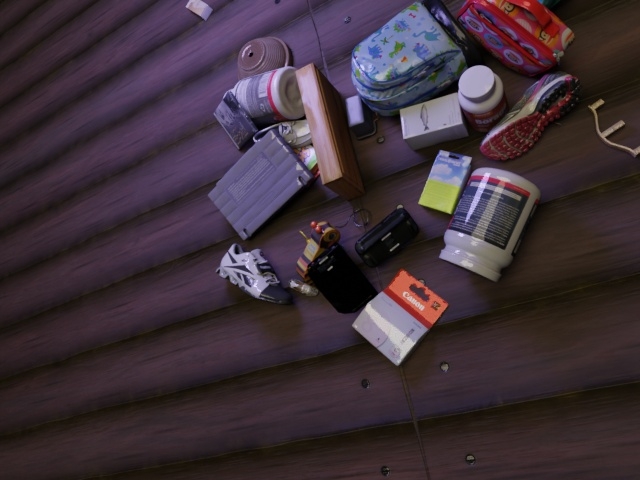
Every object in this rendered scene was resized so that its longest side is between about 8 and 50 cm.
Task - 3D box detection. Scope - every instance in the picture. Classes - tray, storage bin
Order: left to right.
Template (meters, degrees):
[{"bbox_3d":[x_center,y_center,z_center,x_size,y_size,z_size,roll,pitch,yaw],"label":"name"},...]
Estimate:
[{"bbox_3d":[0.036,-0.350,1.566,0.076,0.203,0.410,-21,71,21],"label":"tray"},{"bbox_3d":[0.136,-0.417,1.593,0.098,0.091,0.135,-13,75,24],"label":"storage bin"}]

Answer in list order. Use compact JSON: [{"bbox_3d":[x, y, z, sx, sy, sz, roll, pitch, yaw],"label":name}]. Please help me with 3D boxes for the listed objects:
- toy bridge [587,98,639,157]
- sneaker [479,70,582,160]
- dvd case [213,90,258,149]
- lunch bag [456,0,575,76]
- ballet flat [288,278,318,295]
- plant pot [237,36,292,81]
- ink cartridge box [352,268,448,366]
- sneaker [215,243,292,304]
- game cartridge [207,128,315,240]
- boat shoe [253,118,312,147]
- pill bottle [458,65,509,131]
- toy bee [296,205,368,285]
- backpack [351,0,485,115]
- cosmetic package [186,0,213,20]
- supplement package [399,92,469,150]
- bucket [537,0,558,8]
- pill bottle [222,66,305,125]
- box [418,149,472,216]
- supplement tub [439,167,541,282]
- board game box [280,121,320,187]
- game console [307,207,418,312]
[{"bbox_3d":[0.776,-0.293,1.276,0.063,0.026,0.188,-37,65,17],"label":"toy bridge"},{"bbox_3d":[0.580,-0.346,1.351,0.299,0.121,0.112,-40,36,16],"label":"sneaker"},{"bbox_3d":[-0.314,-0.432,1.747,0.018,0.221,0.164,-39,100,-24],"label":"dvd case"},{"bbox_3d":[0.526,-0.577,1.287,0.293,0.258,0.120,35,98,-5],"label":"lunch bag"},{"bbox_3d":[-0.062,0.159,1.608,0.115,0.041,0.041,19,89,29],"label":"ballet flat"},{"bbox_3d":[-0.235,-0.680,1.826,0.238,0.110,0.237,-5,79,27],"label":"plant pot"},{"bbox_3d":[0.234,0.226,1.435,0.189,0.066,0.232,39,103,28],"label":"ink cartridge box"},{"bbox_3d":[-0.217,0.110,1.650,0.331,0.122,0.146,26,94,28],"label":"sneaker"},{"bbox_3d":[-0.216,-0.193,1.690,0.355,0.068,0.230,-40,82,23],"label":"game cartridge"},{"bbox_3d":[-0.115,-0.372,1.679,0.258,0.084,0.095,-16,71,22],"label":"boat shoe"},{"bbox_3d":[0.458,-0.399,1.352,0.121,0.216,0.121,-6,77,27],"label":"pill bottle"},{"bbox_3d":[0.000,0.000,1.536,0.195,0.162,0.298,18,86,40],"label":"toy bee"},{"bbox_3d":[0.267,-0.552,1.475,0.356,0.273,0.290,-35,69,26],"label":"backpack"},{"bbox_3d":[-0.526,-1.007,2.079,0.115,0.041,0.060,38,98,28],"label":"cosmetic package"},{"bbox_3d":[0.347,-0.360,1.464,0.180,0.105,0.105,-11,75,25],"label":"supplement package"},{"bbox_3d":[0.566,-0.757,1.346,0.281,0.281,0.183,41,95,27],"label":"bucket"},{"bbox_3d":[-0.204,-0.506,1.723,0.319,0.176,0.176,3,81,41],"label":"pill bottle"},{"bbox_3d":[0.379,-0.173,1.446,0.109,0.042,0.178,21,90,28],"label":"box"},{"bbox_3d":[0.454,-0.042,1.297,0.191,0.191,0.272,25,91,29],"label":"supplement tub"},{"bbox_3d":[-0.092,-0.313,1.723,0.124,0.039,0.259,-49,66,10],"label":"board game box"},{"bbox_3d":[0.150,0.055,1.465,0.361,0.213,0.044,-39,20,-2],"label":"game console"}]
